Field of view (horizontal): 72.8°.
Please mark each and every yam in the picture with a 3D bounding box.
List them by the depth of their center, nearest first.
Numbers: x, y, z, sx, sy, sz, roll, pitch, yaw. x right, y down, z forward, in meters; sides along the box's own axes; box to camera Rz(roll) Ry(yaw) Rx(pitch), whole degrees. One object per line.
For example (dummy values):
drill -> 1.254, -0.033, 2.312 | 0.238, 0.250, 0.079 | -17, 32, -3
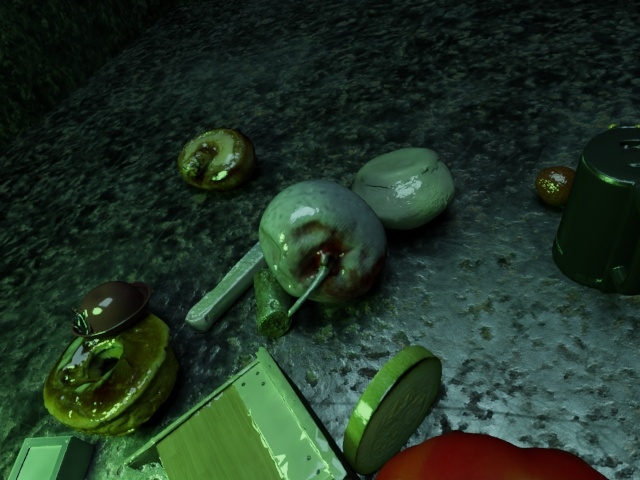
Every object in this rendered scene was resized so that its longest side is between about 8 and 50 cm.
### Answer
yam -> -0.120, 0.149, 1.120 | 0.107, 0.107, 0.183 | -14, 49, 5

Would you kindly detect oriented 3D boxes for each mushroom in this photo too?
mushroom -> -0.365, -0.277, 1.530 | 0.297, 0.163, 0.278 | 19, 49, 30

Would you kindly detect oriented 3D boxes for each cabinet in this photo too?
cabinet -> -0.126, 0.435, 0.790 | 0.318, 0.227, 0.290 | -36, 50, -12

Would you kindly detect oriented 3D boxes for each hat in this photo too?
hat -> -0.531, 0.157, 1.093 | 0.205, 0.089, 0.205 | -10, 31, 6

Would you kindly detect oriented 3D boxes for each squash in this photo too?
squash -> 0.133, 0.308, 0.798 | 0.252, 0.252, 0.049 | -42, 49, -19

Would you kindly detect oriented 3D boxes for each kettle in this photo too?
kettle -> 0.611, -0.044, 0.913 | 0.203, 0.308, 0.262 | 25, 61, 34

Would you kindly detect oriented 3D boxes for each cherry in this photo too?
cherry -> -0.010, -0.006, 1.072 | 0.291, 0.326, 0.335 | -53, 48, 9

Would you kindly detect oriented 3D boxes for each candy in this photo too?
candy -> 0.222, -0.129, 1.195 | 0.295, 0.185, 0.295 | -18, 35, 13

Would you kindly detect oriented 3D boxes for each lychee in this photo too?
lychee -> 0.629, -0.134, 1.131 | 0.101, 0.140, 0.114 | -43, 2, 19

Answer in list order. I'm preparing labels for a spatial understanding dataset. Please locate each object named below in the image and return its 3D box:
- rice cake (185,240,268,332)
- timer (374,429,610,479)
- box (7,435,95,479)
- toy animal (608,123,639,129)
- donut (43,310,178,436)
rice cake -> -0.214, 0.098, 1.213 | 0.064, 0.070, 0.399 | 29, 64, 30
timer -> 0.238, 0.432, 0.569 | 0.378, 0.378, 0.279 | 5, 46, 21
box -> -0.604, 0.550, 0.931 | 0.129, 0.086, 0.225 | -8, 49, 11
toy animal -> 0.785, -0.204, 1.122 | 0.156, 0.156, 0.229 | 10, 65, 25
donut -> -0.497, 0.327, 1.058 | 0.330, 0.160, 0.330 | -10, 36, 8
